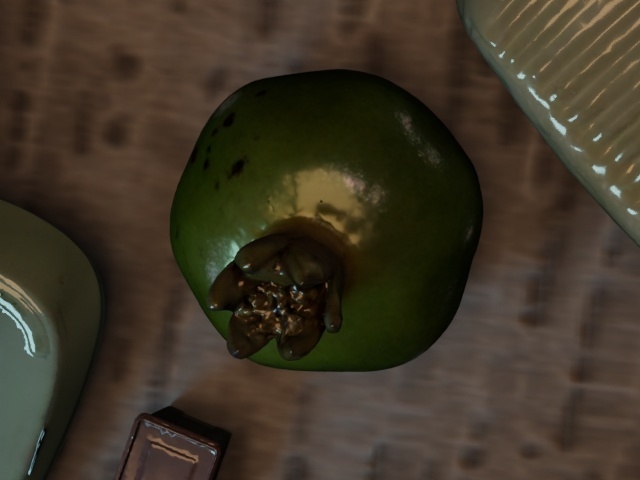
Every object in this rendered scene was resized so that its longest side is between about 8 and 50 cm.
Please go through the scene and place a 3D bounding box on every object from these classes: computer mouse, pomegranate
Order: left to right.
[{"bbox_3d":[-0.240,0.102,0.942,0.159,0.097,0.288,25,111,-3],"label":"computer mouse"},{"bbox_3d":[-0.002,-0.001,0.825,0.187,0.225,0.187,3,111,9],"label":"pomegranate"}]

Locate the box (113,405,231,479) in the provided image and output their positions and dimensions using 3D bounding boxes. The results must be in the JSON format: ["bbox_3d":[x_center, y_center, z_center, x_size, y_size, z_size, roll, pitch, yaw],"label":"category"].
[{"bbox_3d":[-0.095,0.151,0.937,0.060,0.063,0.084,21,100,9],"label":"box"}]

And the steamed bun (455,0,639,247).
[{"bbox_3d":[0.272,-0.079,0.771,0.383,0.236,0.247,41,110,10],"label":"steamed bun"}]
